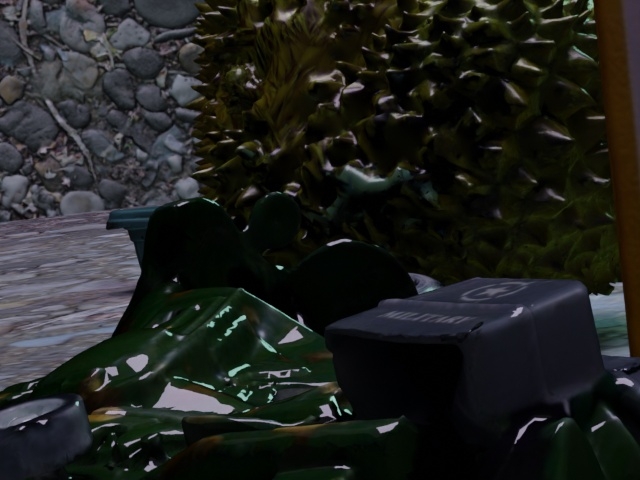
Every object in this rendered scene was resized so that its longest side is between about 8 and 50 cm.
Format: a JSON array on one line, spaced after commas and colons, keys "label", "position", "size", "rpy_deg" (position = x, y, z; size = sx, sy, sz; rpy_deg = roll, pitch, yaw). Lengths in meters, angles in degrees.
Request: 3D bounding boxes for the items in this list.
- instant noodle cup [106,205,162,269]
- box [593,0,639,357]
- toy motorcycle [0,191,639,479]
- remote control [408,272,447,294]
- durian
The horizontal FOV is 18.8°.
[{"label": "instant noodle cup", "position": [-0.071, -0.003, 1.643], "size": [0.179, 0.070, 0.157], "rpy_deg": [-5, 4, 32]}, {"label": "box", "position": [0.223, -0.064, 0.606], "size": [0.260, 0.283, 0.214], "rpy_deg": [-6, 6, 13]}, {"label": "toy motorcycle", "position": [-0.007, 0.058, 0.515], "size": [0.187, 0.124, 0.275], "rpy_deg": [-21, 14, -33]}, {"label": "remote control", "position": [-0.035, 0.060, 0.801], "size": [0.266, 0.066, 0.090], "rpy_deg": [-10, 2, -42]}, {"label": "durian", "position": [0.049, -0.057, 1.066], "size": [0.291, 0.291, 0.224], "rpy_deg": [-5, 18, 20]}]
